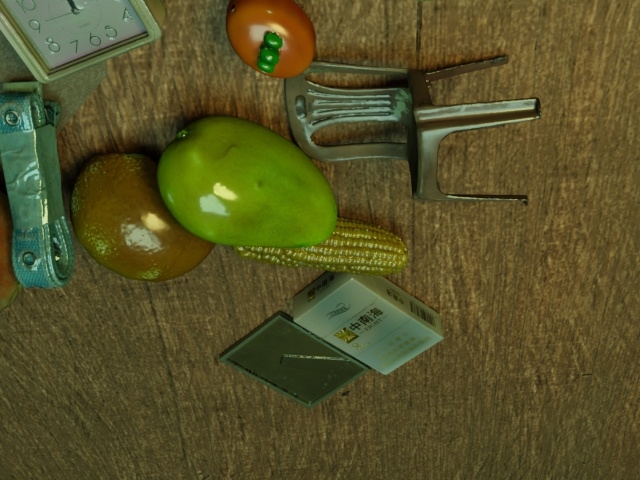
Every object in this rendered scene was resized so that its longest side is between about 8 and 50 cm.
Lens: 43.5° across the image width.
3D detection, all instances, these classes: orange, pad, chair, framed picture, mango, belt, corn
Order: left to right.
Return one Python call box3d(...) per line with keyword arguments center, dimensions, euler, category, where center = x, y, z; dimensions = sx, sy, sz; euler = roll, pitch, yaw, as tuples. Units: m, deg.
box3d(center=(-0.443, -0.218, 1.157), dimensions=(0.176, 0.002, 0.266), euler=(33, 124, -28), category="pad")
box3d(center=(-0.412, -0.077, 1.160), dimensions=(0.072, 0.087, 0.302), euler=(2, 104, 13), category="belt")
box3d(center=(-0.274, -0.023, 1.237), dimensions=(0.237, 0.158, 0.179), euler=(33, 122, -28), category="orange")
box3d(center=(-0.106, -0.083, 1.175), dimensions=(0.273, 0.185, 0.149), euler=(7, 157, -30), category="mango")
box3d(center=(-0.050, 0.242, 1.592), dimensions=(0.250, 0.016, 0.184), euler=(33, 124, -29), category="framed picture")
box3d(center=(0.000, 0.001, 1.310), dimensions=(0.313, 0.102, 0.102), euler=(7, 133, -11), category="corn")
box3d(center=(0.115, -0.154, 1.111), dimensions=(0.326, 0.183, 0.175), euler=(-5, 132, 2), category="chair")

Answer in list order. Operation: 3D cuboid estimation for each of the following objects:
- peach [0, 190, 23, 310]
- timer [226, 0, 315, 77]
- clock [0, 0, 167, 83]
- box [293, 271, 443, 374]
box3d(center=(-0.560, 0.005, 1.236), dimensions=(0.235, 0.214, 0.214), euler=(31, 127, -4), category="peach")
box3d(center=(-0.066, -0.263, 1.045), dimensions=(0.136, 0.136, 0.099), euler=(22, 134, -21), category="timer")
box3d(center=(-0.315, -0.304, 1.030), dimensions=(0.192, 0.071, 0.147), euler=(-17, 130, 13), category="clock")
box3d(center=(0.088, 0.141, 1.465), dimensions=(0.243, 0.067, 0.155), euler=(32, 123, -28), category="box")
